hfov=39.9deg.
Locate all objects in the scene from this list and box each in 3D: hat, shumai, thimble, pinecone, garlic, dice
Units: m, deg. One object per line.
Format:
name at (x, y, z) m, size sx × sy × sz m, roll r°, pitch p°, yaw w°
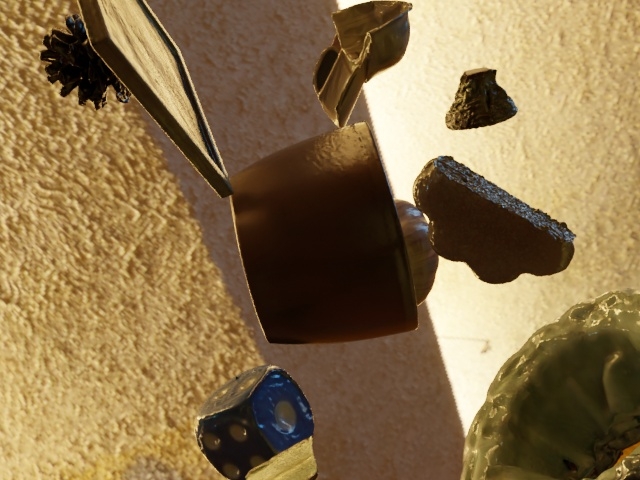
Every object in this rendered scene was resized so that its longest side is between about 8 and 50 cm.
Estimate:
hat at (0.085, -0.310, 1.585) m, size 0.164 × 0.219 × 0.226 m, roll -6°, pitch -63°, yaw -12°
shumai at (0.241, -0.223, 1.368) m, size 0.099 × 0.123 × 0.087 m, roll -31°, pitch -70°, yaw -40°
thimble at (0.219, 0.162, 0.647) m, size 0.150 × 0.237 × 0.237 m, roll 42°, pitch -99°, yaw -19°
pinecone at (-0.303, -0.240, 1.163) m, size 0.140 × 0.120 × 0.140 m, roll 1°, pitch -90°, yaw -82°
garlic at (0.129, 0.045, 1.976) m, size 0.259 × 0.317 × 0.318 m, roll -24°, pitch -50°, yaw -65°
dice at (-0.107, 0.296, 1.425) m, size 0.147 × 0.146 × 0.143 m, roll 59°, pitch -143°, yaw -12°

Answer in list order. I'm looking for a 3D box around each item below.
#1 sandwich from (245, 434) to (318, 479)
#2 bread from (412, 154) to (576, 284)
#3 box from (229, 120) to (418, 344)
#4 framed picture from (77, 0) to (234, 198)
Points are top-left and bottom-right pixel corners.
sandwich at (-0.030, 0.317, 1.134) m, size 0.116 × 0.074 × 0.074 m, roll -34°, pitch -57°, yaw 18°
bread at (0.323, -0.021, 1.729) m, size 0.102 × 0.337 × 0.183 m, roll -49°, pitch -11°, yaw -55°
box at (0.000, 0.000, 1.237) m, size 0.216 × 0.301 × 0.301 m, roll -12°, pitch -56°, yaw 1°
framed picture at (-0.189, -0.206, 0.949) m, size 0.020 × 0.241 × 0.324 m, roll -26°, pitch -28°, yaw 5°
